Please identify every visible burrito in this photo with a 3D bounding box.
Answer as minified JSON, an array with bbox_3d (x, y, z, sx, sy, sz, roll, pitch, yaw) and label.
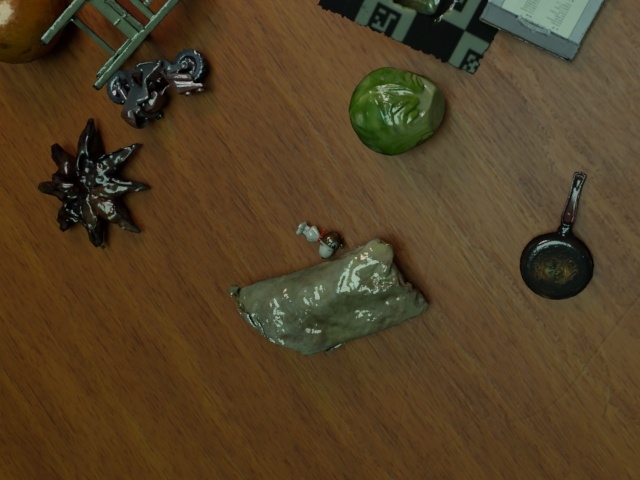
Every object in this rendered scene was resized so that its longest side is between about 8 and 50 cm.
[{"bbox_3d":[0.010,0.116,1.271,0.348,0.107,0.175,-18,91,21],"label":"burrito"}]

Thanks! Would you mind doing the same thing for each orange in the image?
[{"bbox_3d":[-0.596,-0.456,1.382,0.224,0.170,0.224,-2,86,25],"label":"orange"}]

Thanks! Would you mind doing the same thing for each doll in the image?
[{"bbox_3d":[0.001,-0.006,1.290,0.085,0.040,0.058,49,123,7],"label":"doll"}]

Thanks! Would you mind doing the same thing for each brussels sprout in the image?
[{"bbox_3d":[0.121,-0.210,1.163,0.155,0.117,0.155,4,97,31],"label":"brussels sprout"}]

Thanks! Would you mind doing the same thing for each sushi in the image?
[{"bbox_3d":[0.189,-0.487,1.093,0.296,0.100,0.373,17,112,-20],"label":"sushi"}]

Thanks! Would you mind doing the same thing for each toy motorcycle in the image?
[{"bbox_3d":[-0.305,-0.282,1.343,0.213,0.084,0.118,-12,86,18],"label":"toy motorcycle"}]

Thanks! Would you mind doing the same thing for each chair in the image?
[{"bbox_3d":[-0.365,-0.422,1.292,0.136,0.147,0.270,40,98,-24],"label":"chair"}]

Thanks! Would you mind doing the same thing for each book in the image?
[{"bbox_3d":[0.363,-0.407,1.067,0.157,0.026,0.231,28,110,6],"label":"book"}]

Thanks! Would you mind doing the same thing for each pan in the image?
[{"bbox_3d":[0.389,-0.004,1.132,0.115,0.040,0.212,15,105,14],"label":"pan"}]

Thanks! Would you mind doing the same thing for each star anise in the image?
[{"bbox_3d":[-0.468,-0.109,1.427,0.272,0.102,0.271,3,101,18],"label":"star anise"}]
